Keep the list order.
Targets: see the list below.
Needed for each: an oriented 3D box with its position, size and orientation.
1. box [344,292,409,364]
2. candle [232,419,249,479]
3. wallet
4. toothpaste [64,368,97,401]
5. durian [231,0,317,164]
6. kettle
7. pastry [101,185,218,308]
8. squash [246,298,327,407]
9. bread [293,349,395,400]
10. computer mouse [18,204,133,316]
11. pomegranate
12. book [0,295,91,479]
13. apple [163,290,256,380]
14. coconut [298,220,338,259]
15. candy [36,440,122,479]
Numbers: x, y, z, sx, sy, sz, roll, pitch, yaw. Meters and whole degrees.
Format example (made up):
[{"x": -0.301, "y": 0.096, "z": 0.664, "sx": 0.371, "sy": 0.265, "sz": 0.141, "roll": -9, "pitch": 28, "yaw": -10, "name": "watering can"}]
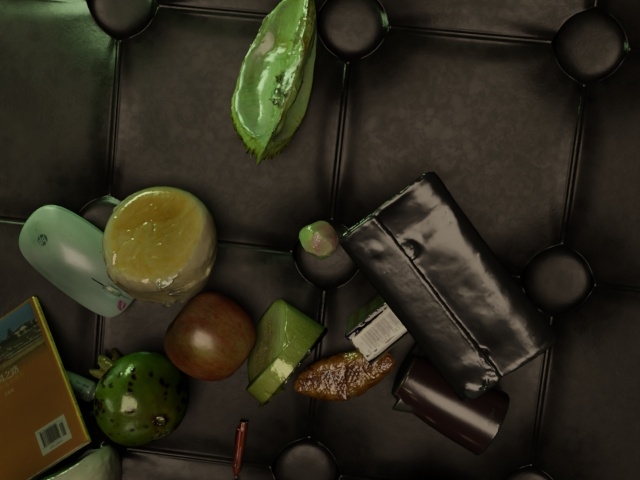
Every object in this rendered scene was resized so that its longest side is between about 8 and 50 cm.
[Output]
[{"x": 0.194, "y": 0.113, "z": 1.651, "sx": 0.310, "sy": 0.198, "sz": 0.084, "roll": -40, "pitch": 92, "yaw": 7, "name": "box"}, {"x": -0.188, "y": 0.490, "z": 1.813, "sx": 0.026, "sy": 0.021, "sz": 0.167, "roll": 7, "pitch": 97, "yaw": -17, "name": "candle"}, {"x": 0.241, "y": 0.091, "z": 1.513, "sx": 0.228, "sy": 0.062, "sz": 0.406, "roll": -37, "pitch": 93, "yaw": 8, "name": "wallet"}, {"x": -0.611, "y": 0.310, "z": 1.812, "sx": 0.269, "sy": 0.047, "sz": 0.069, "roll": 20, "pitch": 116, "yaw": 4, "name": "toothpaste"}, {"x": -0.092, "y": -0.351, "z": 1.620, "sx": 0.163, "sy": 0.198, "sz": 0.394, "roll": 20, "pitch": 96, "yaw": 3, "name": "durian"}, {"x": 0.279, "y": 0.318, "z": 1.704, "sx": 0.232, "sy": 0.144, "sz": 0.202, "roll": 30, "pitch": 78, "yaw": 3, "name": "kettle"}, {"x": -0.339, "y": 0.012, "z": 1.679, "sx": 0.265, "sy": 0.133, "sz": 0.264, "roll": 0, "pitch": 67, "yaw": 1, "name": "pastry"}, {"x": -0.093, "y": 0.240, "z": 1.678, "sx": 0.133, "sy": 0.220, "sz": 0.220, "roll": 37, "pitch": 98, "yaw": -5, "name": "squash"}, {"x": 0.058, "y": 0.296, "z": 1.744, "sx": 0.233, "sy": 0.076, "sz": 0.104, "roll": -18, "pitch": 83, "yaw": 13, "name": "bread"}, {"x": -0.531, "y": 0.044, "z": 1.748, "sx": 0.288, "sy": 0.097, "sz": 0.159, "roll": 40, "pitch": 96, "yaw": 1, "name": "computer mouse"}, {"x": -0.402, "y": 0.331, "z": 1.739, "sx": 0.263, "sy": 0.211, "sz": 0.211, "roll": 35, "pitch": 100, "yaw": 41, "name": "pomegranate"}, {"x": -0.671, "y": 0.343, "z": 1.745, "sx": 0.263, "sy": 0.028, "sz": 0.373, "roll": -33, "pitch": 65, "yaw": 7, "name": "book"}, {"x": -0.233, "y": 0.207, "z": 1.701, "sx": 0.174, "sy": 0.188, "sz": 0.188, "roll": 38, "pitch": 98, "yaw": -6, "name": "apple"}, {"x": 0.000, "y": 0.000, "z": 1.715, "sx": 0.083, "sy": 0.081, "sz": 0.082, "roll": 15, "pitch": 111, "yaw": 37, "name": "coconut"}, {"x": -0.603, "y": 0.608, "z": 1.679, "sx": 0.427, "sy": 0.386, "sz": 0.186, "roll": -38, "pitch": 86, "yaw": 41, "name": "candy"}]
